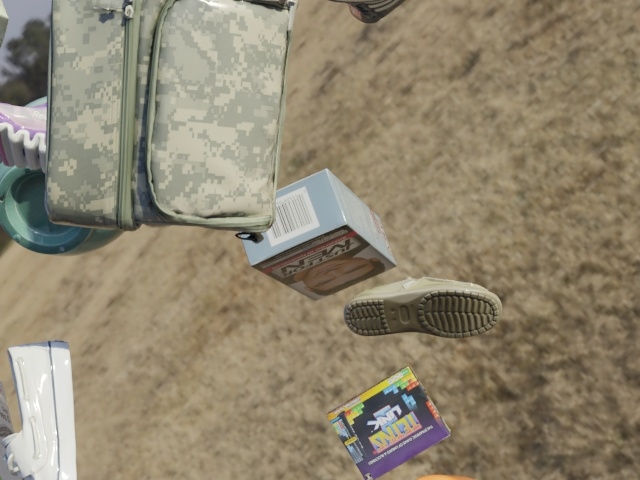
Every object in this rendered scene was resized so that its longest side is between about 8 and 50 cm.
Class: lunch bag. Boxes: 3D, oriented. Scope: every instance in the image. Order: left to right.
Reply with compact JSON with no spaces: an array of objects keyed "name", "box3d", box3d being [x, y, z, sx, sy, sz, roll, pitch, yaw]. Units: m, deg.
[{"name":"lunch bag","box3d":[-0.162,-0.158,1.215,0.212,0.256,0.305,-84,-1,-82]}]

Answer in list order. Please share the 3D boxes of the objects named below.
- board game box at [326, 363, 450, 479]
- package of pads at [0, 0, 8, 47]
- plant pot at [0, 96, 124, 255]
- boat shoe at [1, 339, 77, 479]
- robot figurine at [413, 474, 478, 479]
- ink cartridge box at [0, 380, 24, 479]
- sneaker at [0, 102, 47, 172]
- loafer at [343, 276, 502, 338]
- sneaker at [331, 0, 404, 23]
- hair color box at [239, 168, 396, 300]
[{"name":"board game box","box3d":[0.118,0.318,1.868,0.170,0.141,0.048,-32,-5,6]},{"name":"package of pads","box3d":[-0.664,-0.410,1.686,0.101,0.297,0.229,-56,49,42]},{"name":"plant pot","box3d":[-0.459,-0.090,1.901,0.293,0.293,0.196,-42,16,18]},{"name":"boat shoe","box3d":[-0.338,0.248,1.285,0.095,0.084,0.258,123,143,-60]},{"name":"robot figurine","box3d":[0.163,0.352,1.318,0.158,0.128,0.219,-64,-27,-1]},{"name":"ink cartridge box","box3d":[-0.566,0.332,1.709,0.115,0.272,0.198,-21,-25,-3]},{"name":"sneaker","box3d":[-0.404,-0.159,1.527,0.095,0.236,0.104,106,-177,-56]},{"name":"loafer","box3d":[0.176,0.107,1.846,0.269,0.101,0.092,0,26,8]},{"name":"sneaker","box3d":[0.079,-0.466,2.011,0.350,0.131,0.148,-25,-19,-49]},{"name":"hair color box","box3d":[0.000,0.000,1.979,0.185,0.113,0.374,-23,-18,11]}]
